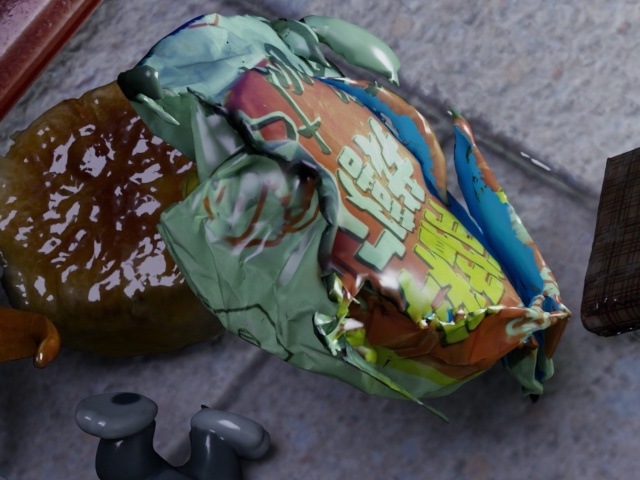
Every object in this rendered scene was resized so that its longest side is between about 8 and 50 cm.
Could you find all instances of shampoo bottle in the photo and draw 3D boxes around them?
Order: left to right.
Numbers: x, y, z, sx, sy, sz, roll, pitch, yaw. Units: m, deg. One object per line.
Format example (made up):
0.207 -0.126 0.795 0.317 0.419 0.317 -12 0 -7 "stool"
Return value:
-0.231 -0.151 1.387 0.102 0.064 0.260 32 79 36 "shampoo bottle"

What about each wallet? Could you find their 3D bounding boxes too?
0.246 -0.021 1.067 0.230 0.042 0.124 -19 46 45 "wallet"

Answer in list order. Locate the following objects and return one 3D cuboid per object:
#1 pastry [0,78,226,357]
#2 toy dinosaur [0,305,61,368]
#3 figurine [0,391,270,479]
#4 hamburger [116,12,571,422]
-0.116 -0.014 1.241 0.192 0.093 0.182 -19 63 11 "pastry"
-0.238 0.059 1.192 0.432 0.097 0.208 43 123 51 "toy dinosaur"
-0.145 0.186 1.118 0.140 0.193 0.265 -34 19 49 "figurine"
-0.003 -0.001 1.094 0.276 0.260 0.150 52 121 20 "hamburger"
